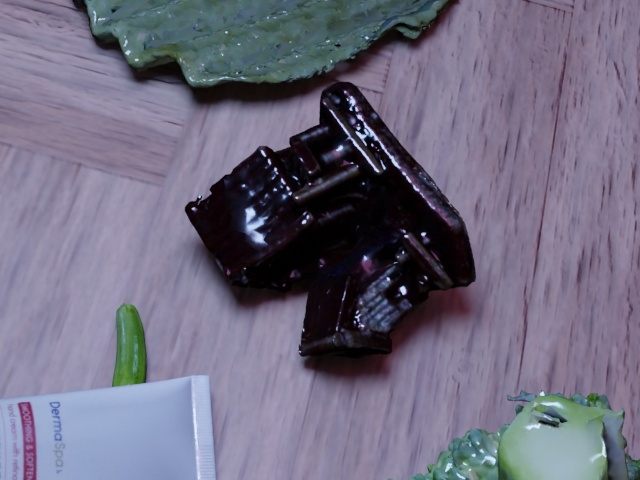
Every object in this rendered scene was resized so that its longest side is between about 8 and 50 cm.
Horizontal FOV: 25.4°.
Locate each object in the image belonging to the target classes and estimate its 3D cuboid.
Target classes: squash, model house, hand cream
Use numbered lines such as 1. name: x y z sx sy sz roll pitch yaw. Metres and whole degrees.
1. squash: -0.150 0.089 1.119 0.027 0.027 0.089 4 58 -9
2. model house: 0.007 -0.001 1.143 0.164 0.141 0.203 -29 69 -37
3. hand cream: -0.193 0.166 1.036 0.248 0.083 0.133 -1 69 -19

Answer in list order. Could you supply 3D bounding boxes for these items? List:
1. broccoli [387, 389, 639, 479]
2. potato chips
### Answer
1. broccoli: 0.121 0.249 0.930 0.249 0.302 0.375 -12 34 34
2. potato chips: -0.053 -0.305 1.368 0.429 0.070 0.358 -28 69 -26
